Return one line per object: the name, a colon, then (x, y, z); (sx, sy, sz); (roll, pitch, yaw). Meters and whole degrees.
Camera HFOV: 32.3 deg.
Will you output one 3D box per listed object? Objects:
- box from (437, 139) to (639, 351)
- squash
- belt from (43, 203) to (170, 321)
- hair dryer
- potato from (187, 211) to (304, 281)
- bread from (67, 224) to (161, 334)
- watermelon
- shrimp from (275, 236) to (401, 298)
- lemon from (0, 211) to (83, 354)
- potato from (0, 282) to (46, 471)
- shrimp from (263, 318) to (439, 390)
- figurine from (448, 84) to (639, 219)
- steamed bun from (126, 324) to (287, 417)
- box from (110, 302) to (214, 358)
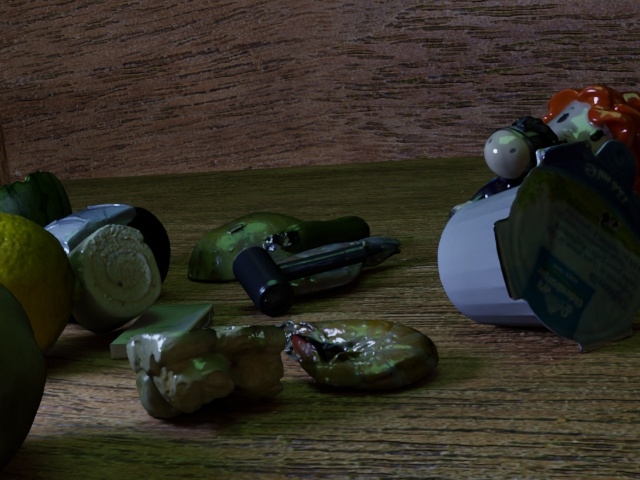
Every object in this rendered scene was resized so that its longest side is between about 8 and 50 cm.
box: (0.292, -0.002, 1.509); (0.262, 0.291, 0.206); (34, -23, -23)
squash: (0.002, 0.000, 2.089); (0.087, 0.087, 0.331); (0, 3, 31)
belt: (-0.388, 0.041, 1.918); (0.164, 0.184, 0.289); (7, 22, 36)
hair dryer: (-0.007, 0.046, 1.825); (0.255, 0.070, 0.128); (-14, 32, -16)
potato: (-0.127, 0.003, 2.148); (0.272, 0.111, 0.160); (-10, 9, -23)
bread: (-0.336, 0.063, 1.744); (0.134, 0.148, 0.141); (-11, -11, -31)
watermelon: (-0.566, 0.029, 1.988); (0.331, 0.189, 0.331); (-42, 2, 2)
shrimp: (0.026, 0.051, 1.944); (0.317, 0.062, 0.164); (-16, 21, -27)
lemon: (-0.510, 0.078, 1.616); (0.320, 0.245, 0.245); (-2, 10, -9)
potato: (-0.427, 0.147, 1.203); (0.243, 0.221, 0.326); (-32, 31, -26)
shrimp: (0.017, 0.149, 1.433); (0.287, 0.063, 0.152); (2, 25, 34)
figurine: (0.390, -0.104, 1.868); (0.412, 0.306, 0.241); (-16, 23, -34)
steamed bun: (-0.147, 0.159, 1.347); (0.177, 0.106, 0.192); (-1, -5, -37)
box: (-0.241, 0.139, 1.707); (0.109, 0.029, 0.198); (-4, 12, 11)
